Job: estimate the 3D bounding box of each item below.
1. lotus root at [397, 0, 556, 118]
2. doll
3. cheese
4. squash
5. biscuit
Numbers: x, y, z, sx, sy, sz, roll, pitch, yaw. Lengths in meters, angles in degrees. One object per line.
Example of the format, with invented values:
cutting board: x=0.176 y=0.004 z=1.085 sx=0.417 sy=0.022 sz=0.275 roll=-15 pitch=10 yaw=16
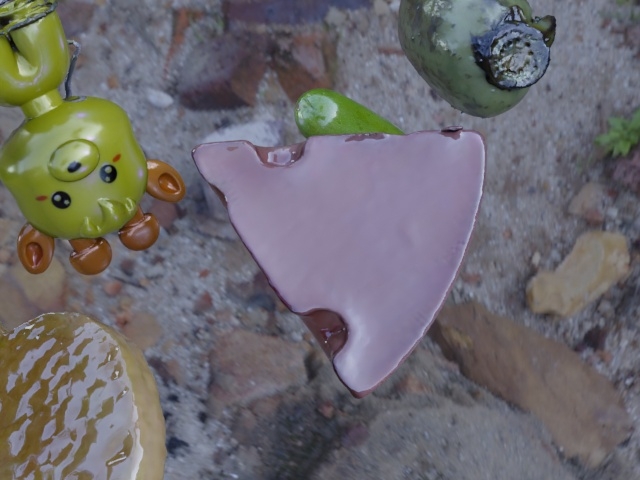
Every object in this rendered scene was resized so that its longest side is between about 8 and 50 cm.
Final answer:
lotus root: x=0.180 y=-0.256 z=1.394 sx=0.173 sy=0.309 sz=0.173 roll=-4 pitch=112 yaw=-11
doll: x=-0.202 y=-0.074 z=0.860 sx=0.143 sy=0.221 sz=0.135 roll=-31 pitch=25 yaw=-12
cheese: x=0.018 y=0.021 z=0.784 sx=0.202 sy=0.128 sz=0.177 roll=-4 pitch=85 yaw=-3
squash: x=0.048 y=-0.122 z=1.304 sx=0.066 sy=0.201 sz=0.066 roll=-21 pitch=58 yaw=39
biscuit: x=-0.253 y=0.178 z=0.678 sx=0.376 sy=0.051 sz=0.269 roll=-26 pitch=51 yaw=14
